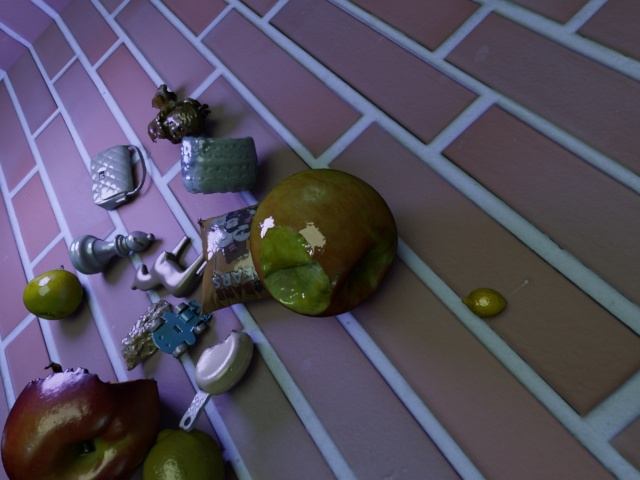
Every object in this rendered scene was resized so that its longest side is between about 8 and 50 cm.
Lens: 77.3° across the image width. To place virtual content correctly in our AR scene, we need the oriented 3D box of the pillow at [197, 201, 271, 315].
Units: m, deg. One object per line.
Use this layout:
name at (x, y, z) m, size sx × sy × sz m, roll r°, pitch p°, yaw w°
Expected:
pillow at (-0.211, 0.036, 1.127) m, size 0.310 × 0.119 × 0.312 m, roll -15°, pitch 67°, yaw 13°

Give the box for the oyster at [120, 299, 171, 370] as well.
oyster at (-0.537, 0.275, 1.221) m, size 0.209 × 0.072 × 0.133 m, roll -47°, pitch 63°, yaw 0°

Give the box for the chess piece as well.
chess piece at (-0.691, 0.022, 1.361) m, size 0.272 × 0.139 × 0.139 m, roll -15°, pitch 66°, yaw 8°

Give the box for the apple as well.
apple at (0.000, 0.000, 0.920) m, size 0.339 × 0.339 × 0.339 m, roll -8°, pitch 69°, yaw 22°

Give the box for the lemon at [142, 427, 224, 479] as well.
lemon at (-0.320, 0.564, 0.956) m, size 0.184 × 0.184 × 0.248 m, roll -35°, pitch 69°, yaw 10°

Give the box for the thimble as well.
thimble at (-0.290, -0.221, 1.182) m, size 0.205 × 0.250 × 0.172 m, roll 8°, pitch 106°, yaw 27°

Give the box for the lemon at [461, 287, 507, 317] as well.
lemon at (0.354, 0.135, 0.868) m, size 0.092 × 0.065 × 0.065 m, roll 0°, pitch 72°, yaw 15°

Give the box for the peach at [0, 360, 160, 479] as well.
peach at (-0.584, 0.475, 0.994) m, size 0.406 × 0.335 × 0.310 m, roll -24°, pitch 54°, yaw 49°

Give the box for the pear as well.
pear at (-0.914, 0.168, 1.391) m, size 0.180 × 0.166 × 0.216 m, roll -30°, pitch 39°, yaw 26°

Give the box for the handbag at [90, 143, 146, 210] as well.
handbag at (-0.756, -0.254, 1.507) m, size 0.219 × 0.079 × 0.256 m, roll -24°, pitch 65°, yaw 11°

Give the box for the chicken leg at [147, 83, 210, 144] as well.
chicken leg at (-0.538, -0.438, 1.444) m, size 0.211 × 0.140 × 0.361 m, roll -43°, pitch 48°, yaw -19°

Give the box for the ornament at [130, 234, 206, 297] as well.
ornament at (-0.479, 0.095, 1.262) m, size 0.230 × 0.061 × 0.245 m, roll 33°, pitch 83°, yaw 31°

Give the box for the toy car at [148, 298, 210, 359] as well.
toy car at (-0.407, 0.256, 1.170) m, size 0.126 × 0.098 × 0.161 m, roll 43°, pitch 62°, yaw 4°

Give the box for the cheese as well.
cheese at (-0.261, 0.354, 1.020) m, size 0.163 × 0.071 × 0.249 m, roll -21°, pitch 36°, yaw 27°
